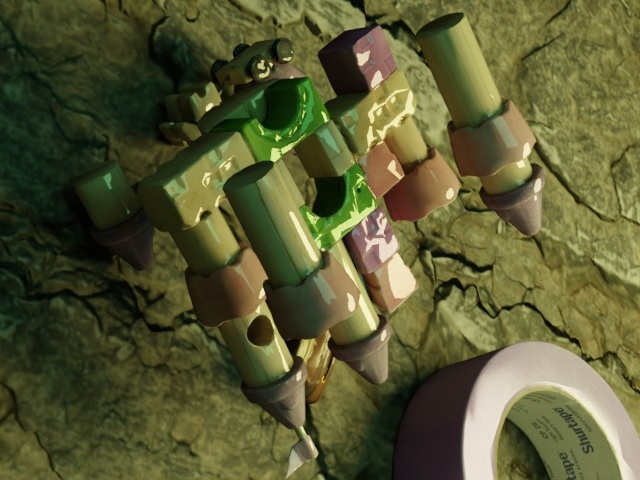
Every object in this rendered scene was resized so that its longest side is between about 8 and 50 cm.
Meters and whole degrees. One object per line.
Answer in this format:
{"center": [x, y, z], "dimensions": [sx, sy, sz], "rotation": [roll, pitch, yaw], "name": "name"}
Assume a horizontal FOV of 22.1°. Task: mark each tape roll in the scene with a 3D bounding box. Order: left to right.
{"center": [0.195, 0.236, 1.523], "dimensions": [0.274, 0.090, 0.275], "rotation": [19, 60, -37], "name": "tape roll"}

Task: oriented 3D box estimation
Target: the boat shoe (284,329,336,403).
{"center": [0.001, 0.062, 1.431], "dimensions": [0.060, 0.064, 0.178], "rotation": [43, 54, -30], "name": "boat shoe"}

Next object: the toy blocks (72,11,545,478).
{"center": [0.000, 0.000, 1.321], "dimensions": [0.288, 0.309, 0.260], "rotation": [-41, 115, -31], "name": "toy blocks"}
